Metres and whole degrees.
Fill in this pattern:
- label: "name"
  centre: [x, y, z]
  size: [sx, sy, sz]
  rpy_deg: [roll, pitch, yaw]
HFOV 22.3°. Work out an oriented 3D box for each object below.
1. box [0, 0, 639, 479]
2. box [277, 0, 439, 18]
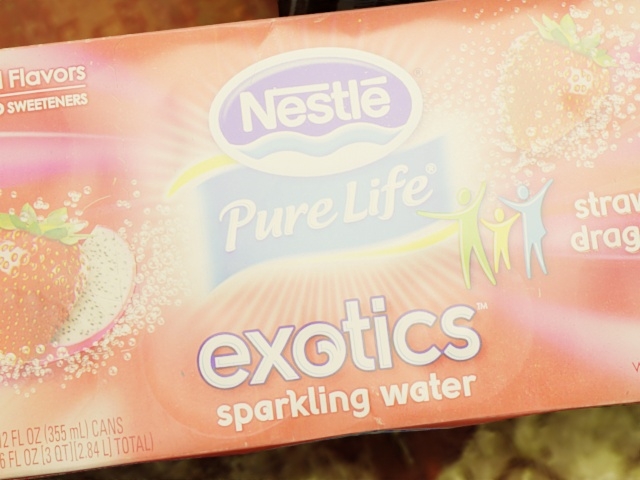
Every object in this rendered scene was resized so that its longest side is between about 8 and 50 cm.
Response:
- label: "box"
  centre: [0.000, 0.000, 0.612]
  size: [0.300, 0.142, 0.154]
  rpy_deg: [-6, 83, -2]
- label: "box"
  centre: [0.023, -0.282, 0.604]
  size: [0.143, 0.191, 0.381]
  rpy_deg: [-7, 89, -2]
